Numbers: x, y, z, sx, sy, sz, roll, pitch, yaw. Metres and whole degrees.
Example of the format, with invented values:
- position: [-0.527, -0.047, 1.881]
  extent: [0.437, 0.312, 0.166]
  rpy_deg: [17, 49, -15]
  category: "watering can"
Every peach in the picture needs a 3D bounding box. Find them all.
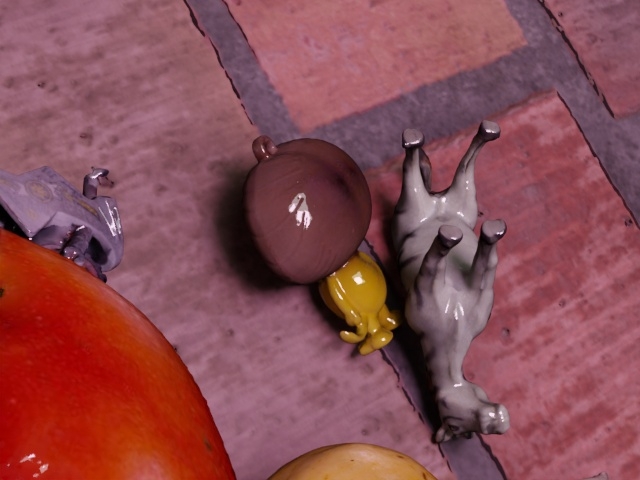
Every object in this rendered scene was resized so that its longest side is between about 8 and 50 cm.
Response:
- position: [-0.183, 0.157, 0.819]
  extent: [0.281, 0.281, 0.338]
  rpy_deg: [-17, 80, -33]
  category: "peach"

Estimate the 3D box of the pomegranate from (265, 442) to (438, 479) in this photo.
- position: [0.010, 0.230, 0.943]
  extent: [0.196, 0.196, 0.196]
  rpy_deg: [12, 63, -24]
  category: "pomegranate"

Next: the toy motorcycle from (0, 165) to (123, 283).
- position: [-0.223, -0.033, 0.988]
  extent: [0.215, 0.080, 0.122]
  rpy_deg: [41, 29, 10]
  category: "toy motorcycle"

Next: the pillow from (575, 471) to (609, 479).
- position: [0.191, 0.318, 1.072]
  extent: [0.173, 0.067, 0.270]
  rpy_deg: [4, 67, -34]
  category: "pillow"

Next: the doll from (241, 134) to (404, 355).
- position: [-0.003, 0.005, 1.089]
  extent: [0.145, 0.096, 0.188]
  rpy_deg: [-10, 82, -58]
  category: "doll"

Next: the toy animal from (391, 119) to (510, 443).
- position: [0.104, 0.025, 1.099]
  extent: [0.090, 0.170, 0.255]
  rpy_deg: [2, 67, -8]
  category: "toy animal"
